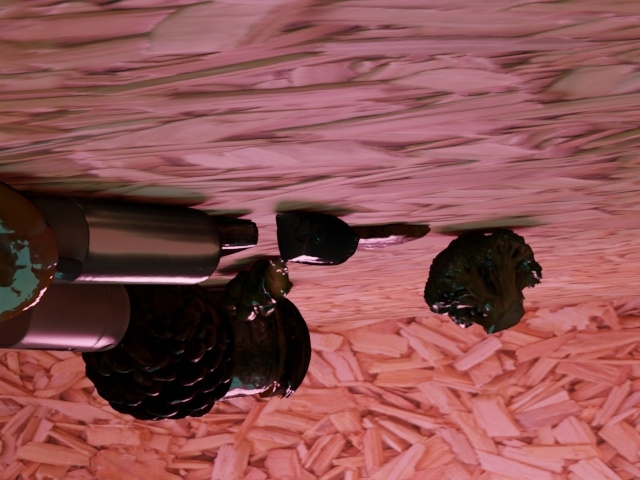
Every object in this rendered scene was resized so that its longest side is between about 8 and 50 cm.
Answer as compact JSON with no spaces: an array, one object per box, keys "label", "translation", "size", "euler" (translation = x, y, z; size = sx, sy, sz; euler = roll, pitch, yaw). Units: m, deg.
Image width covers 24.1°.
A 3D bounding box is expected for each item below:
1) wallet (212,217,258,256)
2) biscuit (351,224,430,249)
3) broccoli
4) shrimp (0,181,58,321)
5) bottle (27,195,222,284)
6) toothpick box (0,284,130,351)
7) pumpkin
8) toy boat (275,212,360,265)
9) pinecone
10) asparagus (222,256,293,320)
[{"label":"wallet","translation":[-0.192,0.002,1.577],"size":[0.230,0.042,0.124],"euler":[-3,171,-26]},{"label":"biscuit","translation":[0.066,-0.002,1.814],"size":[0.119,0.019,0.130],"euler":[-1,173,-24]},{"label":"broccoli","translation":[0.211,0.048,1.919],"size":[0.146,0.138,0.162],"euler":[17,121,-45]},{"label":"shrimp","translation":[-0.334,0.000,1.223],"size":[0.249,0.150,0.068],"euler":[11,-148,-23]},{"label":"bottle","translation":[-0.194,0.006,1.394],"size":[0.096,0.079,0.254],"euler":[41,-158,33]},{"label":"toothpick box","translation":[-0.345,0.089,1.950],"size":[0.111,0.111,0.181],"euler":[-8,171,34]},{"label":"pumpkin","translation":[-0.172,0.180,2.511],"size":[0.320,0.192,0.320],"euler":[-5,172,-1]},{"label":"toy boat","translation":[0.000,0.000,1.623],"size":[0.060,0.055,0.141],"euler":[-17,168,31]},{"label":"pinecone","translation":[-0.227,0.151,2.131],"size":[0.224,0.224,0.272],"euler":[-4,170,-6]},{"label":"asparagus","translation":[-0.093,0.075,2.145],"size":[0.080,0.080,0.287],"euler":[-2,174,-19]}]
